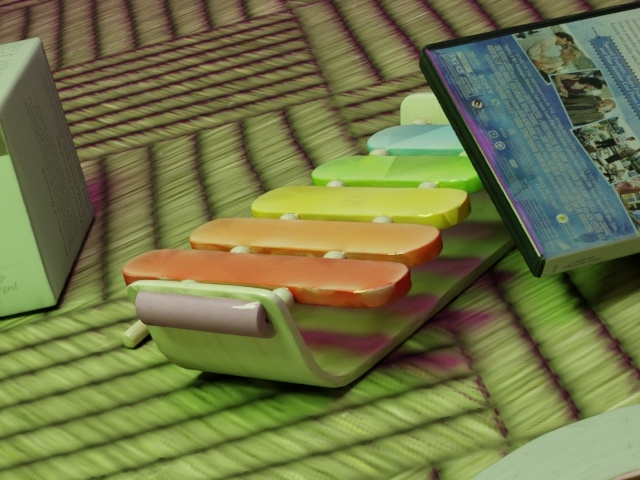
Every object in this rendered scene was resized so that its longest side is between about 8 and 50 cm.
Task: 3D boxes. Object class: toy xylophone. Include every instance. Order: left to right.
[{"bbox_3d":[0.000,0.000,1.125,0.236,0.081,0.322,-1,25,31],"label":"toy xylophone"}]

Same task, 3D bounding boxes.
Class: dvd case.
[{"bbox_3d":[0.209,-0.077,1.101,0.253,0.022,0.180,-13,54,-17],"label":"dvd case"}]

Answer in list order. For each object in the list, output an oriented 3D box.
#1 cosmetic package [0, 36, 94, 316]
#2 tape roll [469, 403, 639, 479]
[{"bbox_3d":[-0.266,-0.040,1.291,0.151,0.151,0.184,-12,21,7],"label":"cosmetic package"},{"bbox_3d":[0.136,0.145,0.673,0.219,0.072,0.219,-17,23,8],"label":"tape roll"}]
